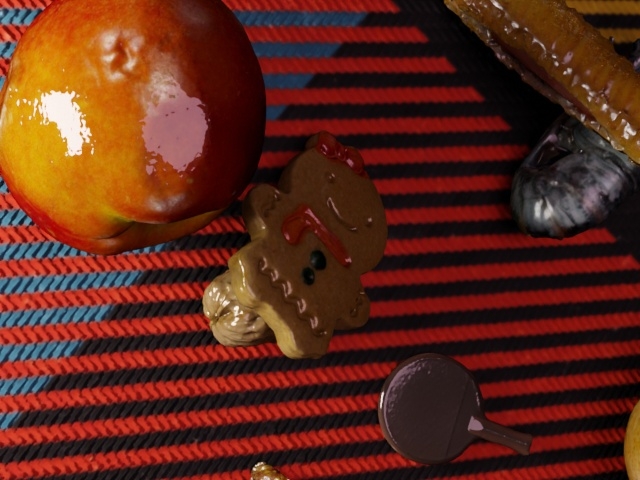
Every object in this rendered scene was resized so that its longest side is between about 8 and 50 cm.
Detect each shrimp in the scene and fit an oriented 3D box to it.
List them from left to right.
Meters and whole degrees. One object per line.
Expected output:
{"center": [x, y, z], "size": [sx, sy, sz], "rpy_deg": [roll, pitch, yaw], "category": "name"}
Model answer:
{"center": [0.316, -0.152, 1.497], "size": [0.372, 0.137, 0.172], "rpy_deg": [-49, 123, -14], "category": "shrimp"}

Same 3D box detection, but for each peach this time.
{"center": [-0.161, -0.110, 1.274], "size": [0.243, 0.199, 0.244], "rpy_deg": [-2, 80, 13], "category": "peach"}

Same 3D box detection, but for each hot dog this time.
{"center": [0.230, -0.175, 1.430], "size": [0.083, 0.068, 0.289], "rpy_deg": [-45, 68, -3], "category": "hot dog"}

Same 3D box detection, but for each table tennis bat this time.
{"center": [0.151, 0.173, 1.439], "size": [0.170, 0.119, 0.108], "rpy_deg": [21, 82, -19], "category": "table tennis bat"}

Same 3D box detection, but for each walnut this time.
{"center": [-0.057, 0.057, 1.376], "size": [0.096, 0.082, 0.079], "rpy_deg": [-17, 66, -29], "category": "walnut"}

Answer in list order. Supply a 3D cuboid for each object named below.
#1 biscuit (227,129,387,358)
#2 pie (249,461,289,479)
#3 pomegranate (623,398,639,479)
{"center": [0.000, 0.000, 1.375], "size": [0.166, 0.036, 0.225], "rpy_deg": [51, 45, -17], "category": "biscuit"}
{"center": [-0.049, 0.276, 1.339], "size": [0.033, 0.088, 0.191], "rpy_deg": [69, 31, -47], "category": "pie"}
{"center": [0.437, 0.209, 1.495], "size": [0.260, 0.260, 0.260], "rpy_deg": [0, 89, -23], "category": "pomegranate"}
